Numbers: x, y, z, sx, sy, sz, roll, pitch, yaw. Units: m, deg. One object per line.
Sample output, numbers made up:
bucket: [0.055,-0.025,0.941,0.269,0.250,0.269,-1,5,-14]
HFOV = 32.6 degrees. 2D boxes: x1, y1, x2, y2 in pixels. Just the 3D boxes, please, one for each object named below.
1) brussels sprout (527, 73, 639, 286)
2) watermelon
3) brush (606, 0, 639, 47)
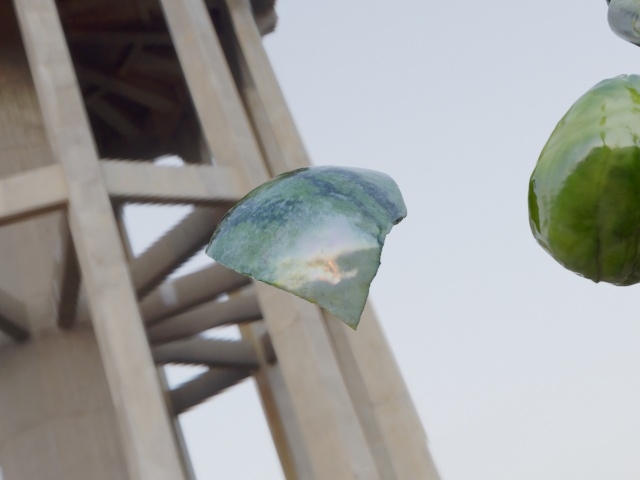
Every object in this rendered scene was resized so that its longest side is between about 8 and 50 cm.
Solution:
brussels sprout: [0.300,-0.064,1.108,0.223,0.161,0.223,-15,-67,-39]
watermelon: [0.000,0.000,1.333,0.256,0.176,0.260,-27,9,-13]
brush: [0.252,-0.184,0.878,0.060,0.068,0.297,-17,15,5]
